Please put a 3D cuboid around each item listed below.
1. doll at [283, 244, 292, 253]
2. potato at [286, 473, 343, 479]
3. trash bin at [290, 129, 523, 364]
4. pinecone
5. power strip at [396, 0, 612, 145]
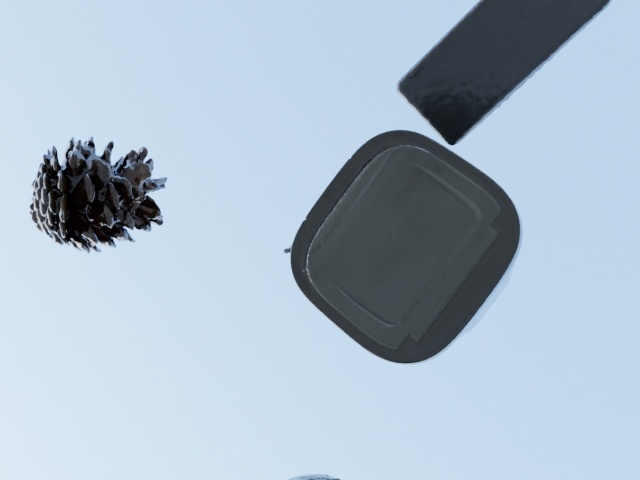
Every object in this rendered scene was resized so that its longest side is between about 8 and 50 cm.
[{"bbox_3d":[0.000,-0.001,1.294,0.114,0.057,0.039,-12,-89,1],"label":"doll"},{"bbox_3d":[-0.010,0.288,0.857,0.117,0.090,0.225,31,-32,-2],"label":"potato"},{"bbox_3d":[0.117,0.018,1.020,0.219,0.250,0.220,40,-84,19],"label":"trash bin"},{"bbox_3d":[-0.343,-0.067,1.364,0.205,0.184,0.179,7,-28,-12],"label":"pinecone"},{"bbox_3d":[0.212,-0.229,1.009,0.105,0.070,0.257,47,-61,-1],"label":"power strip"}]
